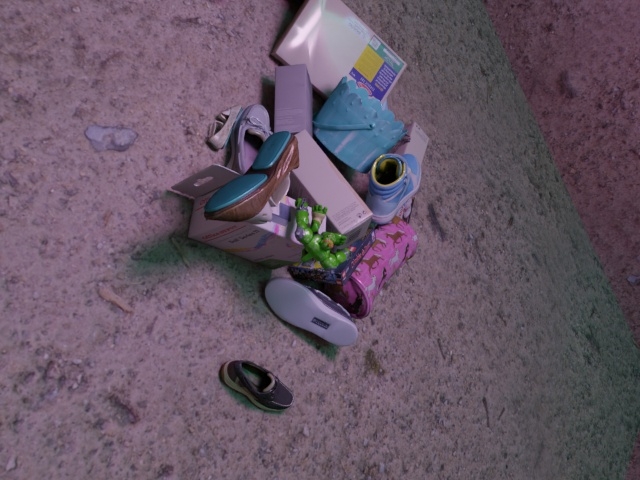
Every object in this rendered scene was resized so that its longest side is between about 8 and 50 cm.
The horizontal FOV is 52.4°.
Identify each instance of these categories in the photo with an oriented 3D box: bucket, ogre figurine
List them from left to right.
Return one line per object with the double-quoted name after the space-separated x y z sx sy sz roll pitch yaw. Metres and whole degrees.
0.000 0.000 1.565 0.118 0.097 0.197 -71 145 -50 "ogre figurine"
0.113 -0.352 2.002 0.281 0.183 0.281 37 19 -15 "bucket"

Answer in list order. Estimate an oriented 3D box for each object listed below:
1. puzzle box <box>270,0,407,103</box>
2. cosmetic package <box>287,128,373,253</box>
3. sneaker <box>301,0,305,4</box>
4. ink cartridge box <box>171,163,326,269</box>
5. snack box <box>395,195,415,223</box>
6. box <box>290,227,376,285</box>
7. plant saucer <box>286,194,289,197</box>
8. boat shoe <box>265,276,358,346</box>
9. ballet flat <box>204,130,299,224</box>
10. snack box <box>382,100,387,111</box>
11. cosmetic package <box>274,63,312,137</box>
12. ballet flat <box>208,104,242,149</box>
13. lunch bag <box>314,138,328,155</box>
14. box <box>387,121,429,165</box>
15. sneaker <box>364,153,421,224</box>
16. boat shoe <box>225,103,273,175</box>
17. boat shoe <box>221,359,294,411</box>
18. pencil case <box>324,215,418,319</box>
0.068 -0.584 2.102 0.409 0.052 0.272 35 83 -28 "puzzle box"
-0.001 -0.130 1.780 0.113 0.160 0.309 -32 76 -17 "cosmetic package"
-0.093 -0.875 2.114 0.202 0.185 0.483 -30 100 -22 "sneaker"
-0.180 -0.047 1.608 0.353 0.207 0.119 24 61 -38 "ink cartridge box"
0.297 -0.122 2.300 0.064 0.022 0.178 41 48 -27 "snack box"
0.040 0.035 1.850 0.233 0.159 0.044 -51 139 -45 "box"
-0.113 -0.114 1.856 0.083 0.015 0.083 21 60 -40 "plant saucer"
-0.025 0.178 1.773 0.301 0.108 0.102 31 20 -20 "boat shoe"
-0.135 -0.115 1.465 0.342 0.116 0.124 -59 136 -45 "ballet flat"
0.149 -0.592 2.307 0.187 0.060 0.322 15 64 -42 "snack box"
-0.078 -0.385 1.909 0.127 0.107 0.238 70 16 -64 "cosmetic package"
-0.258 -0.319 1.756 0.052 0.057 0.168 33 51 -22 "ballet flat"
-0.022 -0.260 1.976 0.065 0.067 0.098 56 42 -14 "lunch bag"
0.292 -0.287 2.298 0.094 0.113 0.275 44 45 -25 "box"
0.243 -0.215 2.018 0.127 0.208 0.319 22 50 14 "sneaker"
-0.184 -0.247 1.767 0.118 0.103 0.320 36 50 -33 "boat shoe"
-0.140 0.355 1.585 0.223 0.073 0.080 38 50 -31 "boat shoe"
0.162 0.075 1.969 0.160 0.167 0.386 44 45 0 "pencil case"
